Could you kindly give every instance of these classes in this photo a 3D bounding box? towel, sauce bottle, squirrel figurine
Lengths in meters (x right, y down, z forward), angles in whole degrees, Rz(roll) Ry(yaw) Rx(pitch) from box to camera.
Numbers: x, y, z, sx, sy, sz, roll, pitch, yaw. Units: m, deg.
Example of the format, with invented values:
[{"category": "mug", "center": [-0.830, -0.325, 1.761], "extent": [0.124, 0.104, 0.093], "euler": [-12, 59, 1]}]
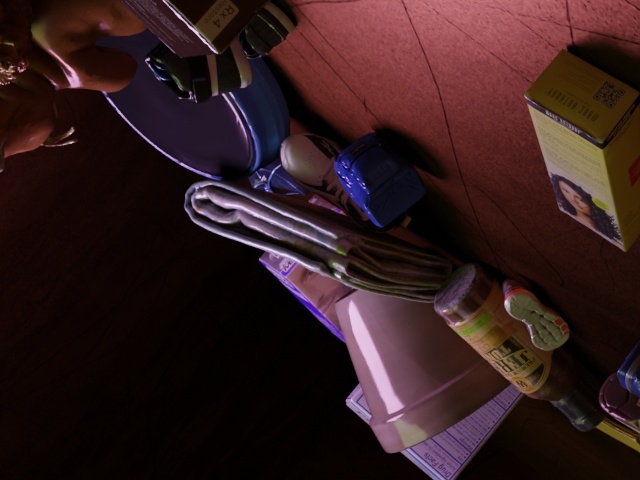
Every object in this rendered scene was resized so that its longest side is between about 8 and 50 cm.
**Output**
[{"category": "towel", "center": [0.000, 0.000, 2.073], "extent": [0.374, 0.090, 0.320], "euler": [25, -174, 41]}, {"category": "sauce bottle", "center": [0.337, 0.182, 2.038], "extent": [0.344, 0.111, 0.111], "euler": [41, 173, -14]}, {"category": "squirrel figurine", "center": [-0.427, -0.288, 1.724], "extent": [0.281, 0.370, 0.397], "euler": [42, -172, 20]}, {"category": "towel", "center": [0.541, 0.347, 2.348], "extent": [0.102, 0.021, 0.237], "euler": [39, 174, -33]}]

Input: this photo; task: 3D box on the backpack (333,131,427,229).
[{"category": "backpack", "center": [0.078, -0.099, 1.754], "extent": [0.120, 0.098, 0.101], "euler": [52, 174, 47]}]

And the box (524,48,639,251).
[{"category": "box", "center": [0.249, -0.075, 1.127], "extent": [0.087, 0.058, 0.232], "euler": [37, 171, 30]}]

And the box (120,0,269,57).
[{"category": "box", "center": [-0.129, -0.303, 1.270], "extent": [0.167, 0.168, 0.203], "euler": [44, 172, -17]}]

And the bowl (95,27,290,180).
[{"category": "bowl", "center": [-0.227, -0.250, 2.020], "extent": [0.391, 0.077, 0.391], "euler": [30, 154, 17]}]

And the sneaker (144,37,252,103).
[{"category": "sneaker", "center": [-0.185, -0.282, 1.637], "extent": [0.217, 0.121, 0.079], "euler": [64, 165, 15]}]

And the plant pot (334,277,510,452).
[{"category": "plant pot", "center": [0.179, 0.180, 2.263], "extent": [0.280, 0.323, 0.323], "euler": [58, 173, 1]}]

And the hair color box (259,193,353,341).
[{"category": "hair color box", "center": [0.041, 0.077, 2.651], "extent": [0.110, 0.185, 0.339], "euler": [33, 170, 47]}]

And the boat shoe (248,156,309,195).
[{"category": "boat shoe", "center": [-0.100, -0.127, 2.519], "extent": [0.109, 0.089, 0.258], "euler": [45, 172, -31]}]

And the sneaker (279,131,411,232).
[{"category": "sneaker", "center": [0.051, -0.087, 1.964], "extent": [0.235, 0.094, 0.153], "euler": [43, 171, -21]}]

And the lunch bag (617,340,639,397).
[{"category": "lunch bag", "center": [0.433, 0.174, 1.646], "extent": [0.065, 0.067, 0.098], "euler": [37, 173, 28]}]

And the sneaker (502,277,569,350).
[{"category": "sneaker", "center": [0.329, 0.107, 1.906], "extent": [0.158, 0.061, 0.065], "euler": [47, -163, -37]}]

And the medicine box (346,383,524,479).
[{"category": "medicine box", "center": [0.242, 0.306, 2.554], "extent": [0.263, 0.289, 0.149], "euler": [41, 173, 2]}]

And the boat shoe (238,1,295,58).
[{"category": "boat shoe", "center": [-0.097, -0.279, 1.670], "extent": [0.075, 0.065, 0.206], "euler": [43, 173, -19]}]

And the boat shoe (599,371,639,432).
[{"category": "boat shoe", "center": [0.514, 0.267, 1.763], "extent": [0.095, 0.095, 0.257], "euler": [29, -172, -38]}]
